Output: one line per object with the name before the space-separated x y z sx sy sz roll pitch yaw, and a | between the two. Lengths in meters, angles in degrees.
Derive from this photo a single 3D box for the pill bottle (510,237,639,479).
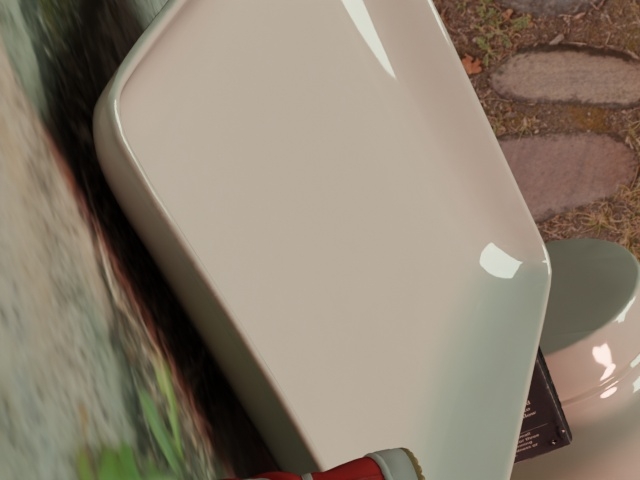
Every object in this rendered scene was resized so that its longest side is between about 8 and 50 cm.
pill bottle | 0.246 0.213 1.399 0.229 0.229 0.407 -97 165 -64

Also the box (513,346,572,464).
box | 0.073 0.037 1.070 0.153 0.108 0.207 -103 170 -47

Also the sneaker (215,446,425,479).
sneaker | -0.014 0.102 0.510 0.118 0.067 0.042 111 -33 -51

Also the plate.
plate | 0.010 -0.009 0.667 0.277 0.045 0.278 61 30 -27
